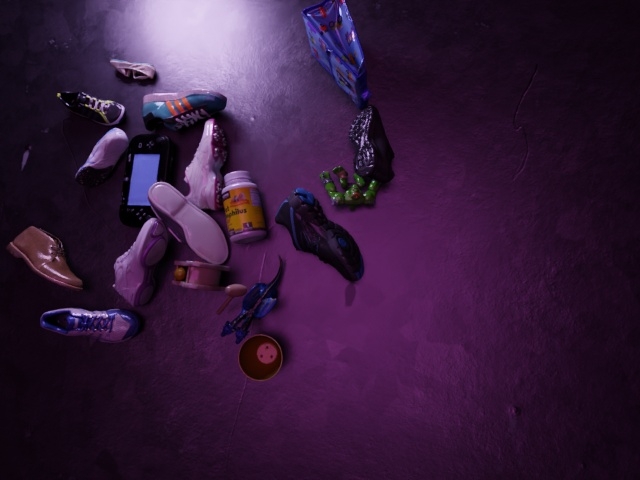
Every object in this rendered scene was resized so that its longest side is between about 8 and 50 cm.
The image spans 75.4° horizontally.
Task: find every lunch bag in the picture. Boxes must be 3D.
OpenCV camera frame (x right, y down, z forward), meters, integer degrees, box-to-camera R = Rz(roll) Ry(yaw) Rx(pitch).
[{"bbox_3d":[0.082,-0.558,1.280,0.138,0.221,0.293,-29,81,3],"label":"lunch bag"}]

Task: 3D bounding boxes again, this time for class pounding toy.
[{"bbox_3d":[-0.361,0.141,1.240,0.269,0.154,0.155,1,82,41],"label":"pounding toy"}]

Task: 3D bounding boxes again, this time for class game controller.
[{"bbox_3d":[-0.584,-0.201,1.389,0.166,0.067,0.319,4,83,7],"label":"game controller"}]

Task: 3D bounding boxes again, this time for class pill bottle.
[{"bbox_3d":[-0.245,-0.105,1.314,0.117,0.117,0.215,-13,82,5],"label":"pill bottle"}]

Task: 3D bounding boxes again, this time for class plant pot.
[{"bbox_3d":[-0.173,0.350,1.264,0.134,0.095,0.134,-1,83,5],"label":"plant pot"}]

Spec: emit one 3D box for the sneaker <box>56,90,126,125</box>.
[{"bbox_3d":[-0.793,-0.459,1.425,0.234,0.097,0.084,12,85,7],"label":"sneaker"}]

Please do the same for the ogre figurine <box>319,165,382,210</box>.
[{"bbox_3d":[0.103,-0.164,1.299,0.197,0.097,0.118,5,69,-26],"label":"ogre figurine"}]

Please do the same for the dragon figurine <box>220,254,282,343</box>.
[{"bbox_3d":[-0.185,0.183,1.254,0.085,0.144,0.289,38,89,-3],"label":"dragon figurine"}]

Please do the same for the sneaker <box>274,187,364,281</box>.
[{"bbox_3d":[0.000,0.000,1.295,0.139,0.125,0.341,-42,83,28],"label":"sneaker"}]

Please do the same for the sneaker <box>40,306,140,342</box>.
[{"bbox_3d":[-0.733,0.272,1.318,0.296,0.131,0.112,1,82,5],"label":"sneaker"}]

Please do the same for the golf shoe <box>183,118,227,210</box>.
[{"bbox_3d":[-0.383,-0.248,1.352,0.140,0.115,0.306,-2,82,9],"label":"golf shoe"}]

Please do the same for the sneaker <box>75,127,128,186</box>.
[{"bbox_3d":[-0.746,-0.282,1.418,0.237,0.085,0.086,-46,48,5],"label":"sneaker"}]

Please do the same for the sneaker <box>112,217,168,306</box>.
[{"bbox_3d":[-0.585,0.059,1.307,0.152,0.114,0.305,28,107,16],"label":"sneaker"}]

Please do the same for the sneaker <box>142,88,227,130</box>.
[{"bbox_3d":[-0.453,-0.424,1.386,0.302,0.108,0.121,-1,84,14],"label":"sneaker"}]

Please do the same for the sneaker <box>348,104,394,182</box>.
[{"bbox_3d":[0.168,-0.297,1.298,0.130,0.109,0.286,20,58,-33],"label":"sneaker"}]

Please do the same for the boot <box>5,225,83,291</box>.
[{"bbox_3d":[-0.895,0.059,1.378,0.305,0.112,0.115,33,77,11],"label":"boot"}]

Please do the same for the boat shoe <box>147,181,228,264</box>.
[{"bbox_3d":[-0.424,-0.048,1.330,0.319,0.099,0.116,48,61,-13],"label":"boat shoe"}]

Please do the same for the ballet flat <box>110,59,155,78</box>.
[{"bbox_3d":[-0.662,-0.596,1.450,0.168,0.057,0.052,9,94,7],"label":"ballet flat"}]
